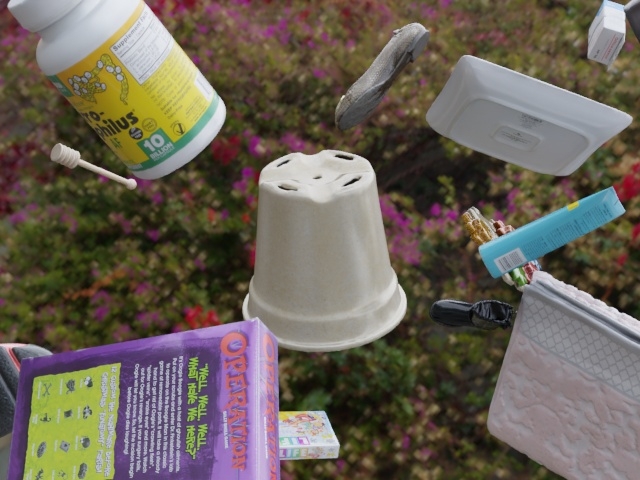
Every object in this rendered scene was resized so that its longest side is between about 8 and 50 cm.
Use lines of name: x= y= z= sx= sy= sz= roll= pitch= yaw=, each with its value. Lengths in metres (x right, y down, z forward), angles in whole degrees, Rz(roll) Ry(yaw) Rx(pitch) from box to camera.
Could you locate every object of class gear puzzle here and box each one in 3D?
gear puzzle: x=0.332 y=0.013 z=1.817 sx=0.339 sy=0.044 sz=0.175 roll=27 pitch=33 yaw=-52

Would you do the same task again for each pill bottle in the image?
pill bottle: x=-0.196 y=-0.169 z=0.998 sx=0.208 sy=0.117 sz=0.117 roll=52 pitch=-19 yaw=-29

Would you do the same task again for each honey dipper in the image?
honey dipper: x=-0.362 y=-0.114 z=1.680 sx=0.160 sy=0.030 sz=0.030 roll=26 pitch=-1 yaw=-43

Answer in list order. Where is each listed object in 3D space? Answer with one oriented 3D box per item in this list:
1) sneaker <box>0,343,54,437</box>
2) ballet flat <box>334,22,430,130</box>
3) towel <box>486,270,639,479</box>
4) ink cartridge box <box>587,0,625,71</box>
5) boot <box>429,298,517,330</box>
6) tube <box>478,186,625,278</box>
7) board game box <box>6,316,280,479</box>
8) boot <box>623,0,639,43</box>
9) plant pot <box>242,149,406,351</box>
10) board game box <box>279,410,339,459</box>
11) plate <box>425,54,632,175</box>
sneaker: x=-0.450 y=0.202 z=1.267 sx=0.136 sy=0.314 sz=0.116 roll=-9 pitch=75 yaw=-85
ballet flat: x=0.103 y=-0.302 z=1.881 sx=0.058 sy=0.250 sz=0.084 roll=37 pitch=-9 yaw=18
towel: x=0.415 y=0.247 z=1.552 sx=0.332 sy=0.053 sz=0.317 roll=29 pitch=-52 yaw=33
ink cartridge box: x=0.347 y=-0.248 z=1.258 sx=0.028 sy=0.083 sz=0.048 roll=18 pitch=-47 yaw=-1
boot: x=0.234 y=0.112 z=1.593 sx=0.121 sy=0.045 sz=0.099 roll=11 pitch=-11 yaw=-2
tube: x=0.329 y=-0.012 z=1.476 sx=0.080 sy=0.207 sz=0.052 roll=36 pitch=32 yaw=-57
board game box: x=-0.130 y=0.235 z=0.729 sx=0.208 sy=0.347 sz=0.056 roll=-12 pitch=-31 yaw=19
boot: x=0.497 y=-0.205 z=1.063 sx=0.096 sy=0.280 sz=0.264 roll=-12 pitch=75 yaw=-63
plant pot: x=0.000 y=0.000 z=2.039 sx=0.334 sy=0.334 sz=0.305 roll=26 pitch=-51 yaw=44
board game box: x=-0.056 y=0.320 z=1.708 sx=0.103 sy=0.154 sz=0.026 roll=-121 pitch=-144 yaw=-62
plate: x=0.320 y=-0.182 z=1.671 sx=0.277 sy=0.045 sz=0.278 roll=20 pitch=-16 yaw=-2
